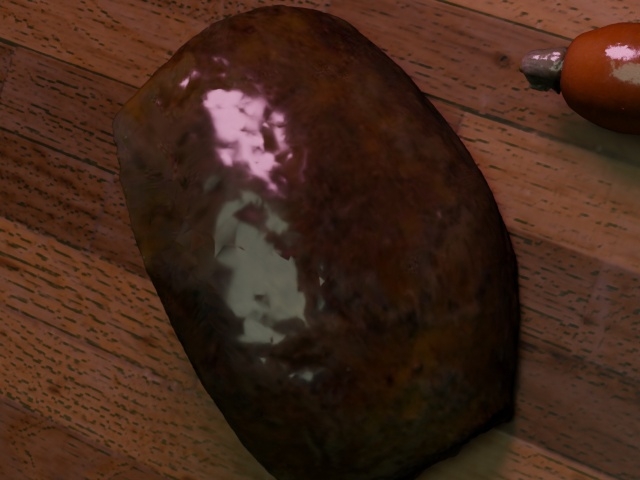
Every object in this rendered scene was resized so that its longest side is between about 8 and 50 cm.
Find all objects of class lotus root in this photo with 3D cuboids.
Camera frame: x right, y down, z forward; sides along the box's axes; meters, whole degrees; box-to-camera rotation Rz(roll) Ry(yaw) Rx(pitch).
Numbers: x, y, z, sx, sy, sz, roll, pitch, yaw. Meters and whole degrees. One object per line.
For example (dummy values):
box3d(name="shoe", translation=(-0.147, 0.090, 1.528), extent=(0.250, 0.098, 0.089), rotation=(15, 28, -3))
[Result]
box3d(name="lotus root", translation=(-0.004, 0.001, 1.059), extent=(0.210, 0.142, 0.314), rotation=(-37, 71, 17))

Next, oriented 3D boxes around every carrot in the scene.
box3d(name="carrot", translation=(0.278, -0.083, 0.975), extent=(0.336, 0.069, 0.069), rotation=(10, 89, 21))
